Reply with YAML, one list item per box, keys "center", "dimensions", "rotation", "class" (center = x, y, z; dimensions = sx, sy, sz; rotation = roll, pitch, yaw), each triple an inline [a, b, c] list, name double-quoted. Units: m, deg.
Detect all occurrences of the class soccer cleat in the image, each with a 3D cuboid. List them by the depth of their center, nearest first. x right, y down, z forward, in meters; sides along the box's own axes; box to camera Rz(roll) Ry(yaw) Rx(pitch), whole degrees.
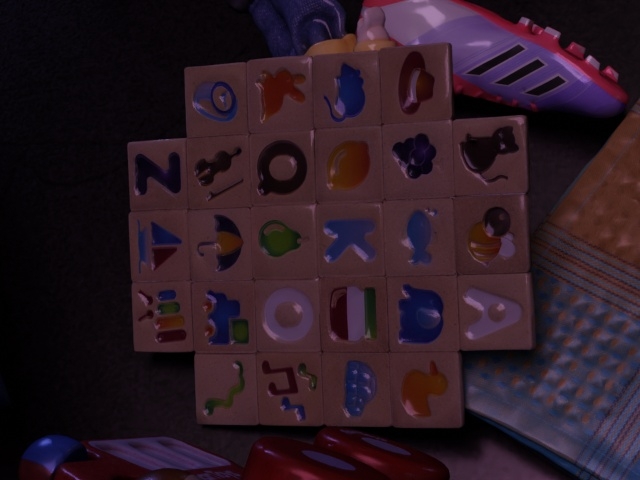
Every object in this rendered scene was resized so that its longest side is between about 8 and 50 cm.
- center: [0.136, -0.145, 1.460]
  dimensions: [0.248, 0.083, 0.095]
  rotation: [32, 99, 26]
  class: "soccer cleat"

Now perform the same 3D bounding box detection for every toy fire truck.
- center: [-0.070, 0.199, 1.233]
  dimensions: [0.254, 0.302, 0.169]
  rotation: [18, 93, 20]
  class: "toy fire truck"

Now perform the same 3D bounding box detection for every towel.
- center: [0.289, 0.032, 1.344]
  dimensions: [0.271, 0.040, 0.370]
  rotation: [32, 76, 26]
  class: "towel"

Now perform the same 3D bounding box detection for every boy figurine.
- center: [0.029, -0.116, 1.428]
  dimensions: [0.092, 0.177, 0.285]
  rotation: [-23, 70, -26]
  class: "boy figurine"

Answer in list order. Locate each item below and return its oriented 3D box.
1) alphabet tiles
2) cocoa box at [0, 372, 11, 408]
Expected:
- center: [0.000, 0.000, 1.372]
  dimensions: [0.343, 0.011, 0.285]
  rotation: [-2, 90, 27]
  class: "alphabet tiles"
- center: [-0.421, -0.005, 1.421]
  dimensions: [0.228, 0.231, 0.347]
  rotation: [-22, 72, -5]
  class: "cocoa box"
